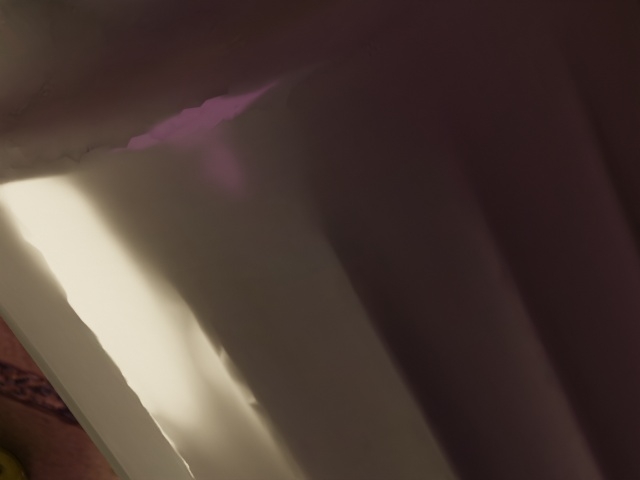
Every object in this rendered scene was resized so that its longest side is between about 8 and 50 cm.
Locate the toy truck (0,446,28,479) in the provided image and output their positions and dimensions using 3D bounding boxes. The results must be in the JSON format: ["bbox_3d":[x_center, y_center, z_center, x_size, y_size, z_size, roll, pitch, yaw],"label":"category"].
[{"bbox_3d":[-0.277,0.291,0.802,0.180,0.254,0.405,14,117,6],"label":"toy truck"}]

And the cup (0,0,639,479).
[{"bbox_3d":[0.000,0.000,0.495,0.322,0.237,0.327,13,140,52],"label":"cup"}]
